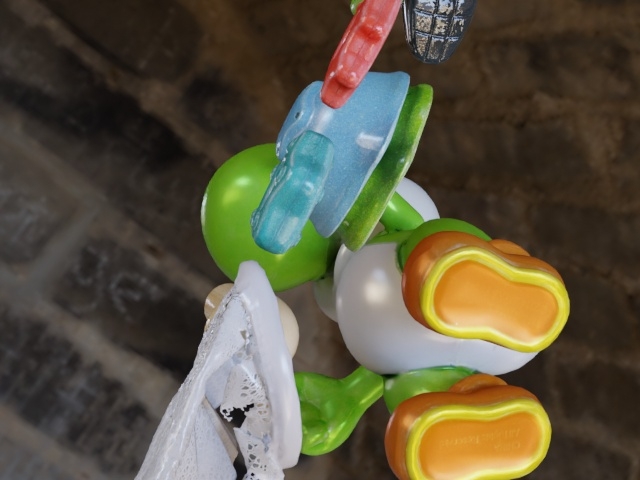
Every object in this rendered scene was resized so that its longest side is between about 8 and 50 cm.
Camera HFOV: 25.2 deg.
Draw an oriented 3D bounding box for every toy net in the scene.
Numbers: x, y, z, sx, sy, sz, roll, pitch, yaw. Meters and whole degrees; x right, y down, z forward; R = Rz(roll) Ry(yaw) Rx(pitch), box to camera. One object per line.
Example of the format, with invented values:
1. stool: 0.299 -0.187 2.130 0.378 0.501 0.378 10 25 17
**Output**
1. toy net: 0.000 0.000 0.446 0.045 0.232 0.122 27 -48 -6

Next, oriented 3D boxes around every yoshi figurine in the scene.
1. yoshi figurine: 0.017 0.024 0.986 0.203 0.203 0.362 52 -2 -24

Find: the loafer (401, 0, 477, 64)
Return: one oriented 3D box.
1. loafer: 0.090 -0.224 1.137 0.062 0.170 0.061 7 2 -24
